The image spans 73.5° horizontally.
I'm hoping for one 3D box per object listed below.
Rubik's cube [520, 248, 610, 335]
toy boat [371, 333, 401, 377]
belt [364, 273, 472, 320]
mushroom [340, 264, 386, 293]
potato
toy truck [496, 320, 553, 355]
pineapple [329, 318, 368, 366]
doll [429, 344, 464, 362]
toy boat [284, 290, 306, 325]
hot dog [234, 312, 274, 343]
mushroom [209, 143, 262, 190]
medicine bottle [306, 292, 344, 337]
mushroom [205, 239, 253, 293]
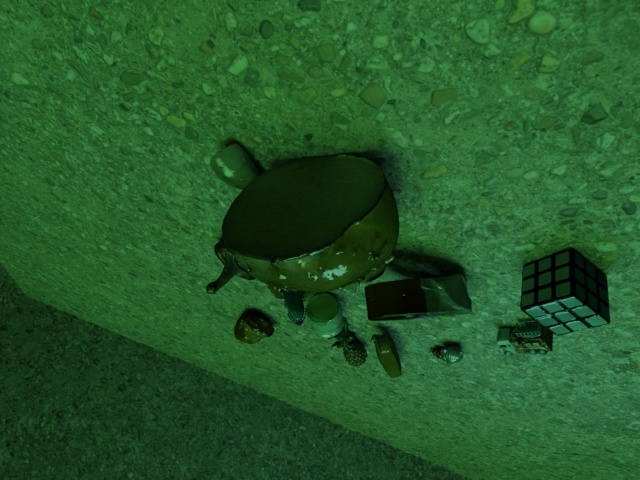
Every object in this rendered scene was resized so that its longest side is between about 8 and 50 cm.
[{"bbox_3d":[0.678,0.147,1.197,0.160,0.162,0.163,33,142,-17],"label":"Rubik's cube"},{"bbox_3d":[0.300,0.504,1.902,0.089,0.121,0.321,-18,135,10],"label":"toy boat"},{"bbox_3d":[0.313,0.187,1.381,0.339,0.122,0.217,-2,163,-9],"label":"belt"},{"bbox_3d":[0.116,0.077,1.383,0.206,0.209,0.206,-6,155,-3],"label":"mushroom"},{"bbox_3d":[0.000,0.000,1.164,0.442,0.385,0.319,-5,137,25],"label":"potato"},{"bbox_3d":[0.707,0.342,1.511,0.178,0.080,0.115,-20,122,42],"label":"toy truck"},{"bbox_3d":[0.124,0.468,1.957,0.130,0.119,0.277,12,146,47],"label":"pineapple"},{"bbox_3d":[0.529,0.474,1.788,0.094,0.079,0.180,34,155,-17],"label":"doll"},{"bbox_3d":[-0.096,0.297,1.794,0.091,0.175,0.110,-19,129,-2],"label":"toy boat"},{"bbox_3d":[-0.338,0.441,2.167,0.175,0.114,0.259,30,146,-20],"label":"hot dog"},{"bbox_3d":[-0.227,-0.189,1.290,0.116,0.093,0.225,-32,116,25],"label":"mushroom"},{"bbox_3d":[0.020,0.310,1.771,0.147,0.147,0.143,9,146,18],"label":"medicine bottle"},{"bbox_3d":[-0.364,0.134,1.674,0.148,0.217,0.227,-4,137,41],"label":"mushroom"}]
